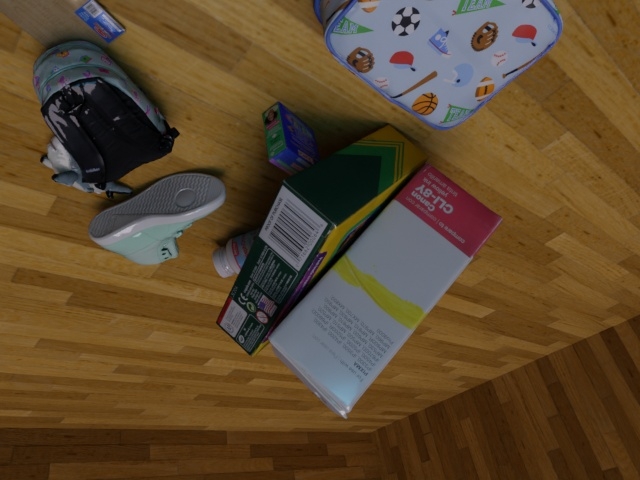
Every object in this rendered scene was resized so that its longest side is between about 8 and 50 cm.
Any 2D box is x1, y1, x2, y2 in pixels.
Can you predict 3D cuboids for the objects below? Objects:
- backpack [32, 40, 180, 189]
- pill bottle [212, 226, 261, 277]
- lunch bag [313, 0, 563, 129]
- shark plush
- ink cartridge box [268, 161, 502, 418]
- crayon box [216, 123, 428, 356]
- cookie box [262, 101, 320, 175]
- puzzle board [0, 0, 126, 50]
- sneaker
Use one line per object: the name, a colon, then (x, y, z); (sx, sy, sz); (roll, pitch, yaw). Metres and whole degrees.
backpack: (-0.303, -0.172, 0.641); (0.152, 0.115, 0.182); (-34, 156, -5)
pill bottle: (-0.144, 0.023, 1.001); (0.160, 0.087, 0.087); (-21, 145, 10)
lunch bag: (0.164, -0.296, 0.623); (0.303, 0.115, 0.243); (19, 132, -36)
shark plush: (-0.374, -0.109, 0.772); (0.067, 0.073, 0.161); (-51, 133, 1)
ink cartridge box: (0.096, 0.095, 0.816); (0.384, 0.160, 0.279); (-47, 170, -16)
crayon box: (0.000, 0.000, 0.831); (0.313, 0.106, 0.363); (-38, 165, -47)
cookie box: (-0.045, -0.155, 0.758); (0.040, 0.107, 0.092); (-32, 141, 26)
puzzle board: (-0.323, -0.281, 0.578); (0.096, 0.011, 0.128); (-27, 144, 18)
sneaker: (-0.275, -0.034, 0.881); (0.256, 0.094, 0.151); (-19, 152, 6)
